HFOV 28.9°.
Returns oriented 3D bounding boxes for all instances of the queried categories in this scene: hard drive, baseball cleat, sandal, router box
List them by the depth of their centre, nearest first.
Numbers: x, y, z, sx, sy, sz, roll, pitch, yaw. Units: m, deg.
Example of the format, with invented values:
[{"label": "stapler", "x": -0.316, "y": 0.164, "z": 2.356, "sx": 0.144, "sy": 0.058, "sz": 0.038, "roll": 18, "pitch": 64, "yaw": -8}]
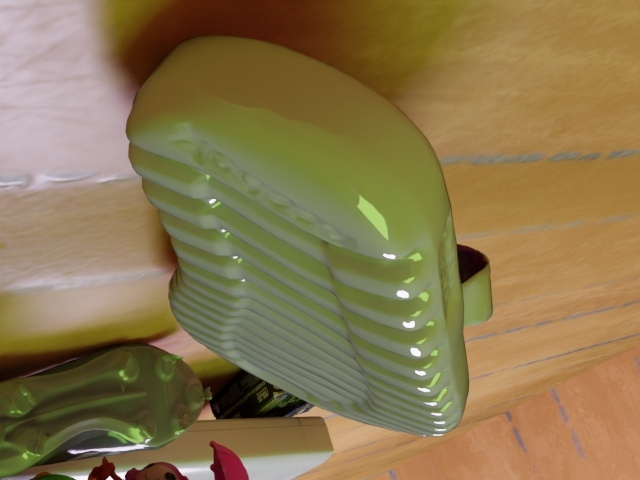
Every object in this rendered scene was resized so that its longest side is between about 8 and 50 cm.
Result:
[{"label": "sandal", "x": 0.014, "y": 0.007, "z": 0.593, "sx": 0.102, "sy": 0.169, "sz": 0.416, "roll": -61, "pitch": 173, "yaw": -16}, {"label": "baseball cleat", "x": -0.169, "y": 0.108, "z": 0.789, "sx": 0.109, "sy": 0.072, "sz": 0.206, "roll": -14, "pitch": 171, "yaw": 35}, {"label": "hard drive", "x": -0.189, "y": 0.205, "z": 1.009, "sx": 0.233, "sy": 0.047, "sz": 0.353, "roll": -33, "pitch": 155, "yaw": 35}, {"label": "router box", "x": -0.031, "y": 0.125, "z": 1.070, "sx": 0.092, "sy": 0.038, "sz": 0.122, "roll": -14, "pitch": 162, "yaw": -32}]

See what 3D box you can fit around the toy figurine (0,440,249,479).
[{"label": "toy figurine", "x": -0.118, "y": 0.185, "z": 0.823, "sx": 0.173, "sy": 0.130, "sz": 0.159, "roll": 16, "pitch": -160, "yaw": 35}]
